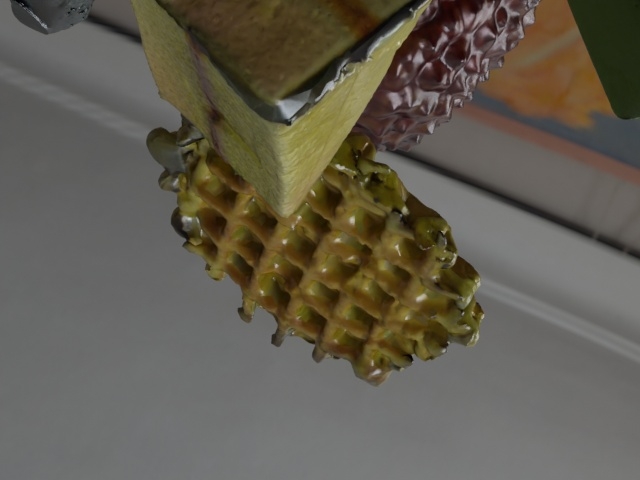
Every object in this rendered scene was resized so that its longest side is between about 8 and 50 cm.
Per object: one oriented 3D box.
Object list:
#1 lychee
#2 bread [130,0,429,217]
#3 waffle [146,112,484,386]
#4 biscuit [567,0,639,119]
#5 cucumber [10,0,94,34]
[{"bbox_3d":[0.049,-0.318,1.762,0.424,0.500,0.425,-6,-118,11],"label":"lychee"},{"bbox_3d":[-0.025,-0.149,1.086,0.163,0.264,0.167,-43,-99,-10],"label":"bread"},{"bbox_3d":[-0.006,-0.009,1.308,0.329,0.329,0.062,28,-126,16],"label":"waffle"},{"bbox_3d":[0.282,-0.275,1.529,0.038,0.099,0.322,-34,-77,-51],"label":"biscuit"},{"bbox_3d":[-0.272,-0.261,1.451,0.115,0.193,0.086,26,-106,9],"label":"cucumber"}]
